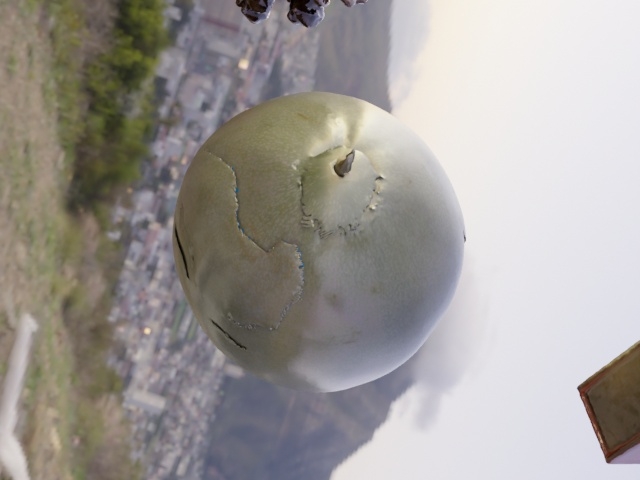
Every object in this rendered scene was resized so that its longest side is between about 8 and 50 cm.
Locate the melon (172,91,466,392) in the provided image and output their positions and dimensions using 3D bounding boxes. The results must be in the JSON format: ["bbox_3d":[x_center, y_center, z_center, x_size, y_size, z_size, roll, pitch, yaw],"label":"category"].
[{"bbox_3d":[0.000,0.000,1.021,0.330,0.269,0.268,96,12,-66],"label":"melon"}]

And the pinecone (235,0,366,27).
[{"bbox_3d":[-0.042,-0.289,0.983,0.208,0.208,0.207,19,90,-90],"label":"pinecone"}]

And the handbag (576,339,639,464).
[{"bbox_3d":[0.235,0.047,0.540,0.190,0.127,0.062,-50,-135,44],"label":"handbag"}]
